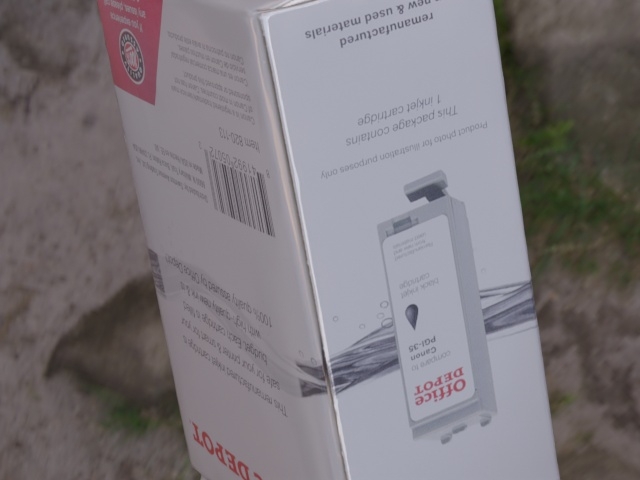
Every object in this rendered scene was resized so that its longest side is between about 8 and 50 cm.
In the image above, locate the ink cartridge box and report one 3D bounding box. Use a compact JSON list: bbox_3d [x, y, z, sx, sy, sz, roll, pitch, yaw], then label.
[{"bbox_3d":[0.000,0.000,0.935,0.117,0.207,0.283,-18,111,-22],"label":"ink cartridge box"}]
